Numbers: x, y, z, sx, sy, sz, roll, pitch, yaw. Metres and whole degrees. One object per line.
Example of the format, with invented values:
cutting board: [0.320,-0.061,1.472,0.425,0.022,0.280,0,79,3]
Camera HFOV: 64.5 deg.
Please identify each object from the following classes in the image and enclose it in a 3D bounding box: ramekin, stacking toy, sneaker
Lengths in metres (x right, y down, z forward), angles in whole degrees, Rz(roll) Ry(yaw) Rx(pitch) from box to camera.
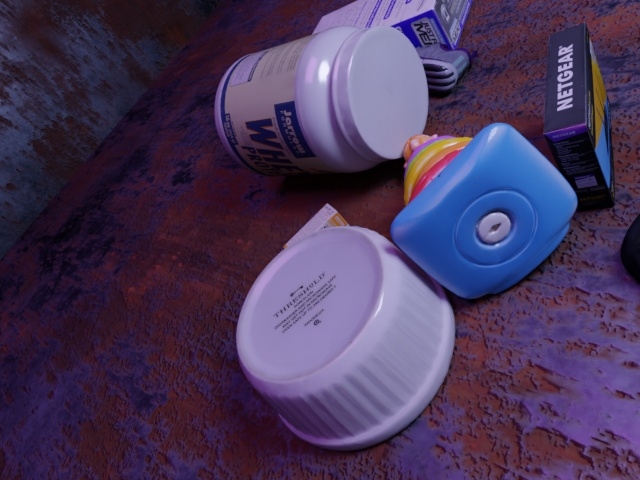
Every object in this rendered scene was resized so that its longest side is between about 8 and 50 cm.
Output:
ramekin: [0.017,0.103,0.628,0.273,0.127,0.272,-25,41,24]
stacking toy: [0.166,-0.078,0.669,0.175,0.166,0.302,-47,24,15]
sneaker: [0.181,-0.330,0.953,0.098,0.083,0.224,-42,45,-19]

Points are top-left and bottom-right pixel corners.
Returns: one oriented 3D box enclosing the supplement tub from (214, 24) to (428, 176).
supplement tub: [-0.005,-0.232,0.883,0.325,0.235,0.235,5,58,45]

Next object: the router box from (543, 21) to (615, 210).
router box: [0.306,-0.144,0.596,0.046,0.133,0.178,-10,48,37]

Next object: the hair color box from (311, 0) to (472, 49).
hair color box: [0.128,-0.438,1.069,0.339,0.110,0.185,-6,49,41]

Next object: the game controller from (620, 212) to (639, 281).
game controller: [0.421,0.018,0.407,0.166,0.067,0.319,-58,36,5]

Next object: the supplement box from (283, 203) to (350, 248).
supplement box: [0.000,0.000,0.798,0.098,0.062,0.036,-45,36,-1]
